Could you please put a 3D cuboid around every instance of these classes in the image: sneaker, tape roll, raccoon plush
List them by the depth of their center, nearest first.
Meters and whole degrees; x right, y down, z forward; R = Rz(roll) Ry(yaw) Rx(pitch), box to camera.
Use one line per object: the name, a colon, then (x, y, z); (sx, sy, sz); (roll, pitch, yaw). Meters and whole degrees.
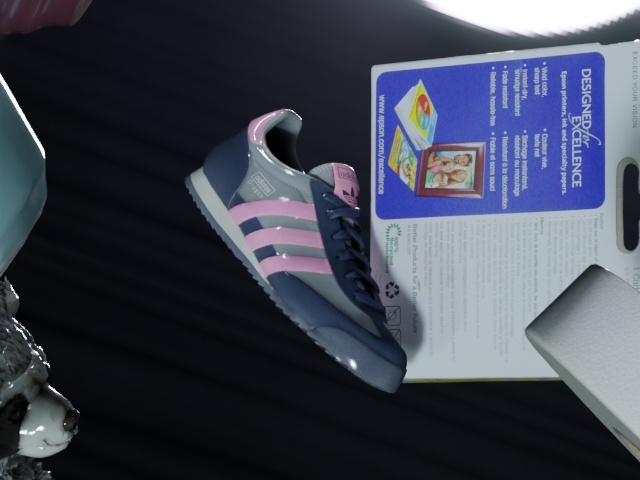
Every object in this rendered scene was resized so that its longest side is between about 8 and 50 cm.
tape roll: (0.293, 0.176, 1.291); (0.072, 0.392, 0.392); (-44, -4, 1)
sneaker: (0.000, 0.000, 1.792); (0.131, 0.319, 0.112); (-45, -31, 7)
raccoon plush: (-0.438, 0.208, 1.841); (0.216, 0.446, 0.299); (-92, -6, -66)

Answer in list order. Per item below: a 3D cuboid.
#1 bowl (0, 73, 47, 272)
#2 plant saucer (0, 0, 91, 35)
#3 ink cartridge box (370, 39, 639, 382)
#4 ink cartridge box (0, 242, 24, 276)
bowl: (-0.342, -0.028, 1.591); (0.311, 0.163, 0.311); (-43, 18, 18)
plant saucer: (-0.207, -0.330, 1.829); (0.332, 0.084, 0.332); (-58, 8, 12)
ink cartridge box: (0.189, -0.022, 1.784); (0.072, 0.307, 0.304); (13, -103, -60)
ink cartridge box: (-0.398, 0.009, 2.181); (0.198, 0.067, 0.115); (-54, 29, 10)
